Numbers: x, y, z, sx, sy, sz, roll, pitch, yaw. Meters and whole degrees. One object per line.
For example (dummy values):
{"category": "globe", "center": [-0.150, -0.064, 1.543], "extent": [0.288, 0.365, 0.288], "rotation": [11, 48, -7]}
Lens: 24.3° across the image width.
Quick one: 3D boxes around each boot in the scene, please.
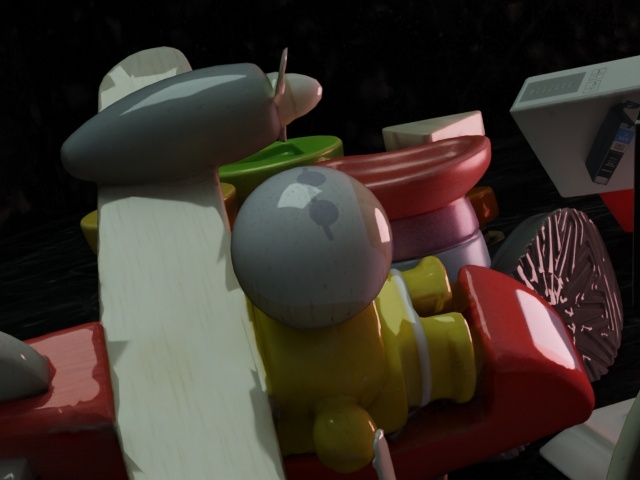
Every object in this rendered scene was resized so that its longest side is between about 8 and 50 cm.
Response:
{"category": "boot", "center": [0.001, 0.105, 1.286], "extent": [0.445, 0.146, 0.367], "rotation": [-14, 6, 32]}

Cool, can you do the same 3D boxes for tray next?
{"category": "tray", "center": [0.295, 0.116, 1.034], "extent": [0.270, 0.030, 0.145], "rotation": [-16, 10, -7]}

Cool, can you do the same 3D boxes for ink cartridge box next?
{"category": "ink cartridge box", "center": [0.394, -0.089, 1.616], "extent": [0.296, 0.261, 0.066], "rotation": [-7, 42, 42]}

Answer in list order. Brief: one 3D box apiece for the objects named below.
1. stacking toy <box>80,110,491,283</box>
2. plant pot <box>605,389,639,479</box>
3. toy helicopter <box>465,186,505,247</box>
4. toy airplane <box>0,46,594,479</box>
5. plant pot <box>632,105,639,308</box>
{"category": "stacking toy", "center": [0.000, 0.000, 1.183], "extent": [0.308, 0.130, 0.279], "rotation": [-7, 13, 20]}
{"category": "plant pot", "center": [0.235, 0.115, 0.552], "extent": [0.256, 0.257, 0.274], "rotation": [-13, -8, 11]}
{"category": "toy helicopter", "center": [0.022, 0.057, 1.524], "extent": [0.355, 0.140, 0.235], "rotation": [-19, 7, -13]}
{"category": "toy airplane", "center": [-0.057, 0.060, 0.842], "extent": [0.384, 0.386, 0.272], "rotation": [-43, -15, -43]}
{"category": "plant pot", "center": [0.391, -0.048, 1.421], "extent": [0.166, 0.188, 0.187], "rotation": [4, 22, 17]}
